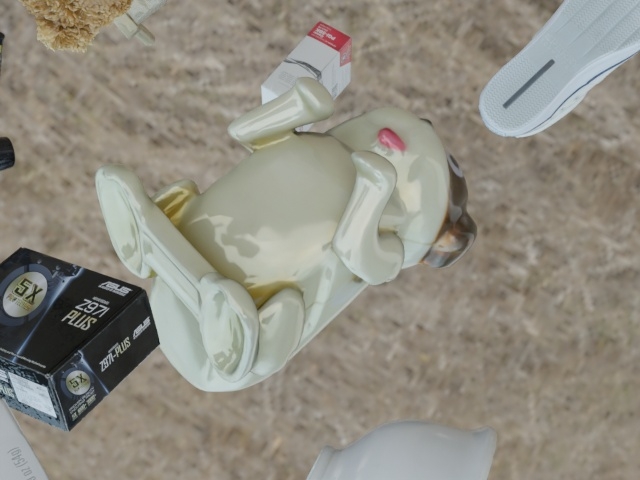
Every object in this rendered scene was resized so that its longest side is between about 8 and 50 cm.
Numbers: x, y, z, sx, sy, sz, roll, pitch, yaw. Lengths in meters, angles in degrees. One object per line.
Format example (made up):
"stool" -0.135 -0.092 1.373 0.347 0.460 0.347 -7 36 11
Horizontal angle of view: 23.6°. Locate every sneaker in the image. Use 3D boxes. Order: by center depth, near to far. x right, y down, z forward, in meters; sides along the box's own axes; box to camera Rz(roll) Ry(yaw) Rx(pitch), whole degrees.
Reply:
"sneaker" 0.267 -0.202 1.557 0.094 0.258 0.091 54 -172 8

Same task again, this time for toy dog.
"toy dog" 0.000 0.000 1.804 0.284 0.408 0.395 41 151 36

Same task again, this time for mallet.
"mallet" -0.342 -0.144 1.622 0.039 0.062 0.189 55 138 33

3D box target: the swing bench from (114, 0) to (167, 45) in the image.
"swing bench" -0.186 -0.388 1.903 0.165 0.253 0.254 49 -179 -4

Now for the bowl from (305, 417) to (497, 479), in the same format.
"bowl" 0.032 0.271 1.345 0.134 0.298 0.298 27 150 3

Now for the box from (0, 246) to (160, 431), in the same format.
"box" -0.281 0.096 1.553 0.180 0.147 0.077 17 134 32

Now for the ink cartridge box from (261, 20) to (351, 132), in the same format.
"ink cartridge box" -0.019 -0.209 2.039 0.056 0.135 0.099 31 152 17

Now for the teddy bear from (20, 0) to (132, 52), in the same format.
"teddy bear" -0.321 -0.322 1.436 0.338 0.245 0.113 13 -179 -17

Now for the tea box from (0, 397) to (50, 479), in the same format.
"tea box" -0.336 0.355 1.212 0.329 0.323 0.220 56 136 8
